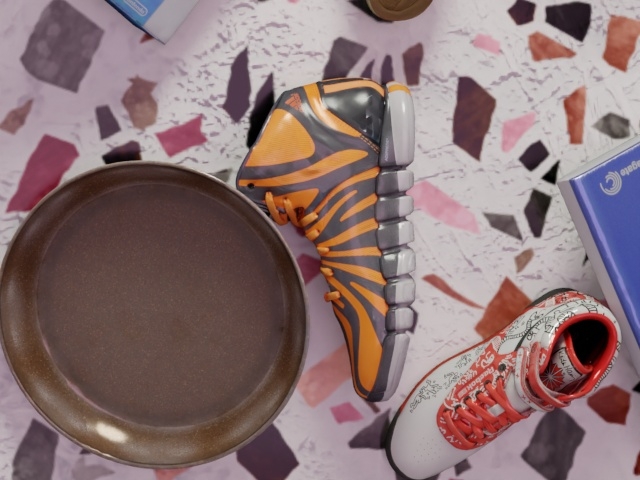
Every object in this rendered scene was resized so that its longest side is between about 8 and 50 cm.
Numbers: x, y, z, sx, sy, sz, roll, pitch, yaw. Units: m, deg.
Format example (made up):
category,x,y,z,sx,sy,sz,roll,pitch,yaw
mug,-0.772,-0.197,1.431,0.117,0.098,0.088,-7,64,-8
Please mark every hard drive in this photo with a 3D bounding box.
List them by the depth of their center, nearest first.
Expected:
category,x,y,z,sx,sy,sz,roll,pitch,yaw
hard drive,0.388,0.040,1.882,0.210,0.040,0.319,-28,100,-25

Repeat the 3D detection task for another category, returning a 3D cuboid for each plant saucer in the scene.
category,x,y,z,sx,sy,sz,roll,pitch,yaw
plant saucer,-0.160,0.070,1.791,0.310,0.050,0.311,2,103,8

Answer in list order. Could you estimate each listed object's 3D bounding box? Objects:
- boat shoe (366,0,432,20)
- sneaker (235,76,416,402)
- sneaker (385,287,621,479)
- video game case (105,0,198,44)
category,x,y,z,sx,sy,sz,roll,pitch,yaw
boat shoe,0.072,-0.361,1.812,0.104,0.089,0.285,-2,99,-25
sneaker,0.000,0.000,1.821,0.180,0.124,0.321,0,85,-5
sneaker,0.183,0.150,1.839,0.270,0.145,0.090,-39,99,-3
video game case,-0.163,-0.352,1.707,0.244,0.061,0.269,-53,138,-1
